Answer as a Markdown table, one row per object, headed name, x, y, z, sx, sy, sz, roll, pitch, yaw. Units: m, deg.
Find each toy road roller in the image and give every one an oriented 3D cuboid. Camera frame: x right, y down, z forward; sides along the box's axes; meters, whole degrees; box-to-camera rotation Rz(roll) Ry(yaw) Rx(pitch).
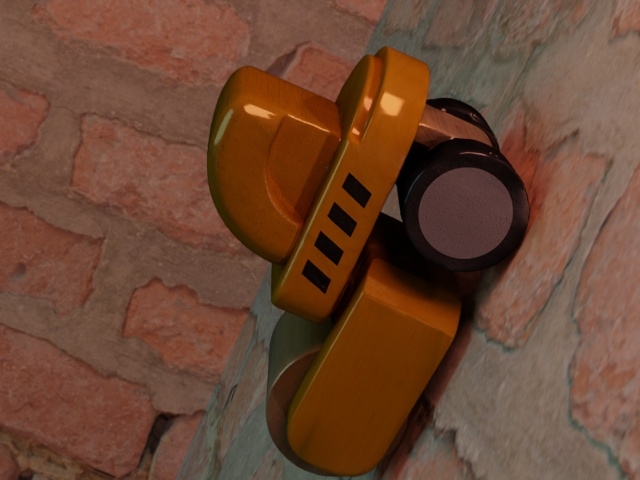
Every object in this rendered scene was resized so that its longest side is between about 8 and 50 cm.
| name | x | y | z | sx | sy | sz | roll | pitch | yaw |
| --- | --- | --- | --- | --- | --- | --- | --- | --- | --- |
| toy road roller | 0.000 | 0.000 | 1.101 | 0.202 | 0.240 | 0.329 | -93 | 27 | -72 |
